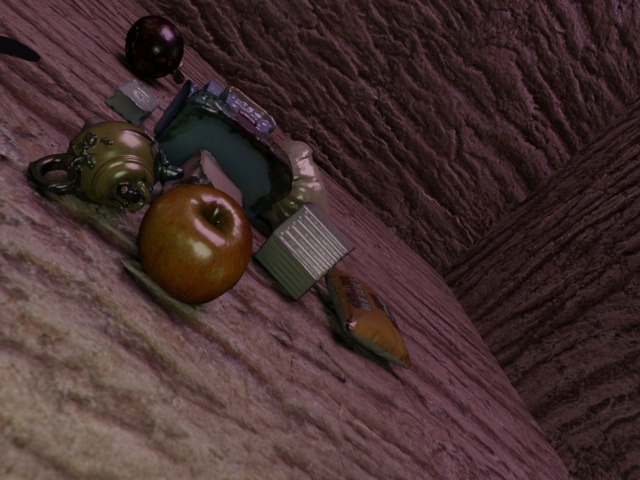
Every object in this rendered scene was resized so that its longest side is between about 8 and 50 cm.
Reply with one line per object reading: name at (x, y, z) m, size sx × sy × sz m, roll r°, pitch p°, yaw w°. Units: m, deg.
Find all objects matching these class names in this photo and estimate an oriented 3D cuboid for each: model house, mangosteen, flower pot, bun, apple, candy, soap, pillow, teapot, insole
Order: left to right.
insole at (-0.776, -0.473, 1.184) m, size 0.086 × 0.005 × 0.253 m, roll 42°, pitch 14°, yaw -6°
teapot at (-0.399, -0.128, 0.933) m, size 0.270 × 0.173 × 0.182 m, roll -13°, pitch 47°, yaw -34°
soap at (-0.570, -0.425, 1.497) m, size 0.115 × 0.063 × 0.198 m, roll 40°, pitch 15°, yaw -23°
mangosteen at (-0.616, -0.725, 1.893) m, size 0.231 × 0.231 × 0.289 m, roll 52°, pitch 11°, yaw 26°
apple at (-0.246, 0.010, 0.960) m, size 0.237 × 0.207 × 0.236 m, roll 27°, pitch 36°, yaw -22°
candy at (-0.277, -0.096, 1.174) m, size 0.195 × 0.137 × 0.184 m, roll 54°, pitch 10°, yaw -33°
model house at (-0.252, -0.295, 1.383) m, size 0.360 × 0.297 × 0.338 m, roll 35°, pitch 36°, yaw -27°
bun at (-0.112, -0.148, 1.645) m, size 0.365 × 0.220 × 0.364 m, roll 161°, pitch -90°, yaw -76°
flower pot at (-0.043, 0.029, 1.390) m, size 0.189 × 0.239 × 0.209 m, roll 46°, pitch 43°, yaw 4°
pillow at (0.140, 0.232, 1.512) m, size 0.312 × 0.119 × 0.310 m, roll 37°, pitch 20°, yaw -33°

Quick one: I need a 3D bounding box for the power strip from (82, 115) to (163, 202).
power strip at (-0.473, -0.198, 1.166) m, size 0.270 × 0.046 × 0.118 m, roll 53°, pitch 19°, yaw 27°
